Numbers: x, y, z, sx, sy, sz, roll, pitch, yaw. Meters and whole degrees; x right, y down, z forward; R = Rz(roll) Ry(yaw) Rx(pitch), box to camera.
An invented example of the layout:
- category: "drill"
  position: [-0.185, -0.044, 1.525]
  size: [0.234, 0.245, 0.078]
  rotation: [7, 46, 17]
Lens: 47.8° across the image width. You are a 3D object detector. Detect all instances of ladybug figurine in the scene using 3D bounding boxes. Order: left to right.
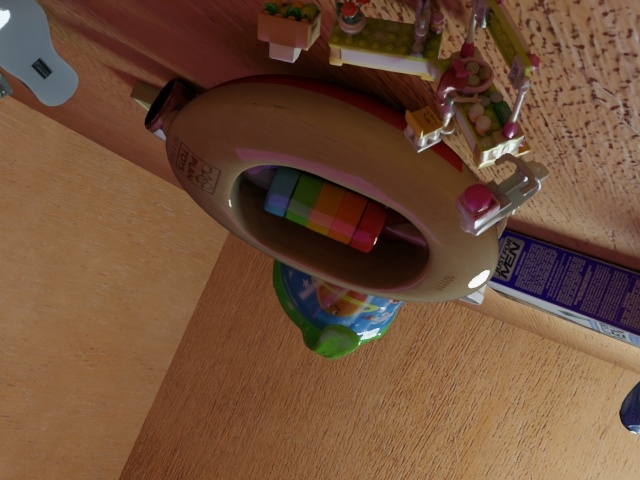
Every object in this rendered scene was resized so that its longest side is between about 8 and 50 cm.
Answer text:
- category: "ladybug figurine"
  position: [0.020, -0.077, 0.918]
  size: [0.449, 0.162, 0.305]
  rotation: [25, 147, -5]

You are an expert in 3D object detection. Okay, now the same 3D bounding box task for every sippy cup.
- category: "sippy cup"
  position: [0.069, 0.026, 1.166]
  size: [0.240, 0.305, 0.224]
  rotation: [-4, 154, -30]

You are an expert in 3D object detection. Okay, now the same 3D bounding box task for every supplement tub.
- category: "supplement tub"
  position: [-0.202, -0.190, 1.274]
  size: [0.198, 0.106, 0.106]
  rotation: [32, 172, -25]

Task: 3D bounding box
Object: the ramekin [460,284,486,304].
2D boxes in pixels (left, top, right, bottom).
- category: "ramekin"
  position: [0.303, 0.063, 1.711]
  size: [0.207, 0.109, 0.207]
  rotation: [23, 176, 2]

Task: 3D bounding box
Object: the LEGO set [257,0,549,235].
- category: "LEGO set"
  position: [0.073, -0.146, 0.565]
  size: [0.287, 0.132, 0.107]
  rotation: [46, 165, 20]

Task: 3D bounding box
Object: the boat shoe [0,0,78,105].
- category: "boat shoe"
  position: [-0.500, -0.337, 1.196]
  size: [0.105, 0.113, 0.306]
  rotation: [42, 174, 11]

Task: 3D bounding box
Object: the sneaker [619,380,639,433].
- category: "sneaker"
  position: [0.605, 0.224, 1.148]
  size: [0.330, 0.130, 0.147]
  rotation: [-11, 154, -22]

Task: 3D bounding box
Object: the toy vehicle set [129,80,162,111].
- category: "toy vehicle set"
  position: [-0.230, -0.233, 1.449]
  size: [0.267, 0.035, 0.166]
  rotation: [22, 175, 14]

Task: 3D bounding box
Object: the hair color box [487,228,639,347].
- category: "hair color box"
  position: [0.474, 0.096, 1.276]
  size: [0.339, 0.110, 0.185]
  rotation: [23, 176, 30]

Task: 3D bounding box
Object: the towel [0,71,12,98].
- category: "towel"
  position: [-0.587, -0.352, 1.035]
  size: [0.312, 0.056, 0.324]
  rotation: [51, 169, -8]

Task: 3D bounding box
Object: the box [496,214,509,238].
- category: "box"
  position: [0.129, -0.095, 1.071]
  size: [0.324, 0.063, 0.067]
  rotation: [25, 176, -13]
